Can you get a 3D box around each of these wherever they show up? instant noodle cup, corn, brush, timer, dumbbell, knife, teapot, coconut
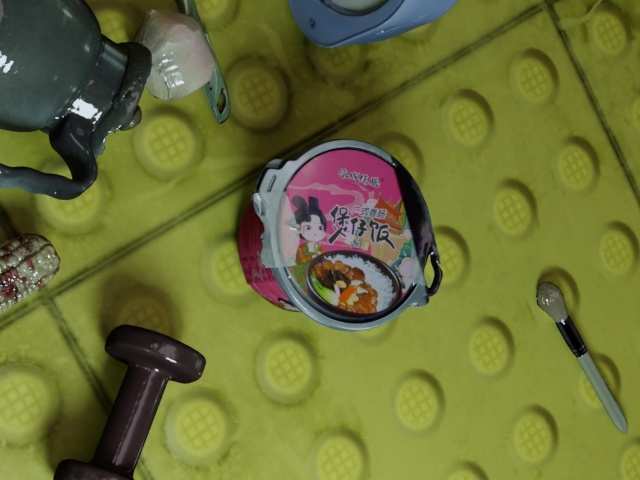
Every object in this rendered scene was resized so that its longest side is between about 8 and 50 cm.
[{"bbox_3d":[0.000,0.000,1.851,0.302,0.181,0.258,41,66,-20],"label":"instant noodle cup"},{"bbox_3d":[-0.426,0.072,1.650,0.237,0.079,0.079,-39,104,-26],"label":"corn"},{"bbox_3d":[0.423,0.193,2.172,0.042,0.039,0.299,-36,106,-26],"label":"brush"},{"bbox_3d":[0.070,-0.471,1.841,0.173,0.395,0.395,-13,91,-36],"label":"timer"},{"bbox_3d":[-0.240,0.227,1.703,0.124,0.140,0.225,25,71,-16],"label":"dumbbell"},{"bbox_3d":[-0.181,-0.303,1.877,0.043,0.020,0.293,-23,97,-33],"label":"knife"},{"bbox_3d":[-0.326,-0.198,1.632,0.285,0.305,0.223,31,104,-32],"label":"teapot"},{"bbox_3d":[-0.204,-0.253,1.808,0.110,0.110,0.124,-38,110,-29],"label":"coconut"}]
